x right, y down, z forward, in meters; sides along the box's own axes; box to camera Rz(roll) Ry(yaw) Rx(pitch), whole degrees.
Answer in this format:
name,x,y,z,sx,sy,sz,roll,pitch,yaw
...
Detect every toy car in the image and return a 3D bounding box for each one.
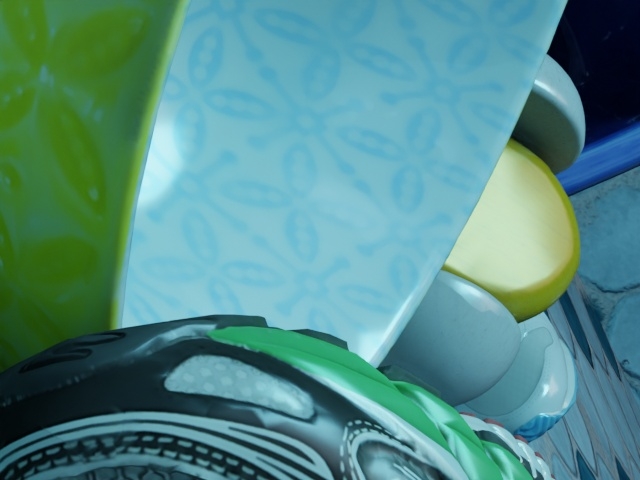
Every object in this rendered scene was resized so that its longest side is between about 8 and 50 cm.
name,x,y,z,sx,sy,sz,roll,pitch,yaw
toy car,0.011,-0.021,0.727,0.182,0.136,0.159,33,60,-18

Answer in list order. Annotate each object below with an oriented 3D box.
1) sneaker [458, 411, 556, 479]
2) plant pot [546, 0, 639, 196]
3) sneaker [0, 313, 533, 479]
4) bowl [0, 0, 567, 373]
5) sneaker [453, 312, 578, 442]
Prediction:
name,x,y,z,sx,sy,sz,roll,pitch,yaw
sneaker,0.083,0.173,0.782,0.225,0.088,0.093,62,13,-18
plant pot,0.067,-0.122,0.967,0.212,0.236,0.236,-4,70,-84
sneaker,0.020,0.174,0.363,0.146,0.134,0.344,-65,132,-73
bowl,-0.039,-0.086,0.484,0.156,0.289,0.289,25,-1,18
sneaker,0.089,0.036,1.129,0.092,0.087,0.229,46,15,-42
